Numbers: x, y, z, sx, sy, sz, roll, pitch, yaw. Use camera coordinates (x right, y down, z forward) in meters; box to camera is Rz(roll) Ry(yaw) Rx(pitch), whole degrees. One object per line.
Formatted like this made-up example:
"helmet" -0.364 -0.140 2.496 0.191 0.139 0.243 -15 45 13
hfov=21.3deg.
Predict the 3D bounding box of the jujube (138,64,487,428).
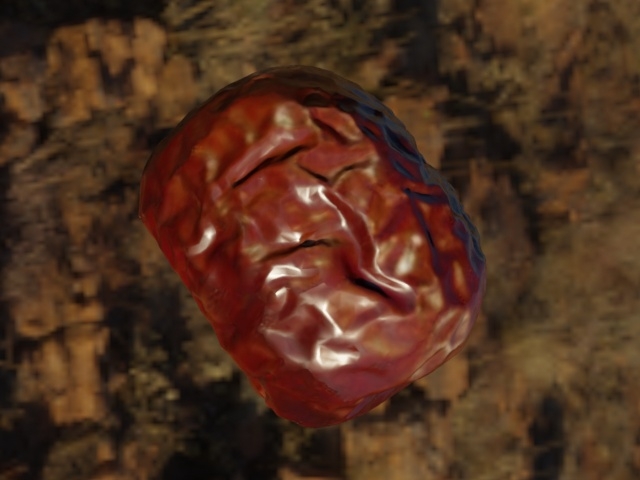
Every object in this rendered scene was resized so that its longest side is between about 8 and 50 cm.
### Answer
"jujube" 0.000 0.000 1.142 0.232 0.213 0.213 58 29 9
